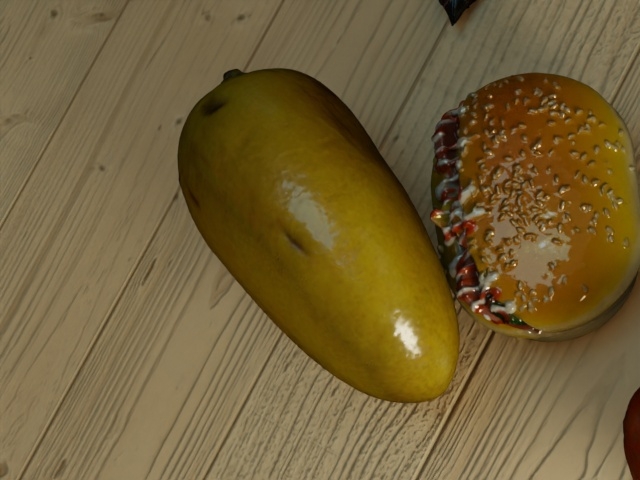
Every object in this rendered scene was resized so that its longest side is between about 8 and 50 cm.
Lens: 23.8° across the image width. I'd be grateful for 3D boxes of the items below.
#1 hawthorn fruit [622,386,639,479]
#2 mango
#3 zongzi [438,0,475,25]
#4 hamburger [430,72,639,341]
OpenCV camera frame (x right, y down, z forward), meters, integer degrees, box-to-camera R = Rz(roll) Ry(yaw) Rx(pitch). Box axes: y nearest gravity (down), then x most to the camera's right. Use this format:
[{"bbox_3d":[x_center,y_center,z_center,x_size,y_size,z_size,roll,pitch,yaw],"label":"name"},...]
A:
[{"bbox_3d":[0.385,0.192,1.420,0.210,0.210,0.262,-55,35,-1],"label":"hawthorn fruit"},{"bbox_3d":[0.000,0.000,1.657,0.220,0.301,0.445,-30,63,-5],"label":"mango"},{"bbox_3d":[0.161,-0.295,1.837,0.083,0.067,0.073,23,74,17],"label":"zongzi"},{"bbox_3d":[0.233,-0.036,1.628,0.227,0.151,0.295,-16,60,20],"label":"hamburger"}]
